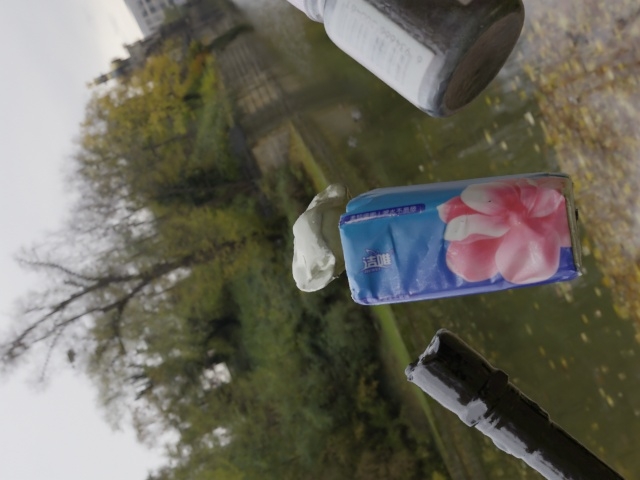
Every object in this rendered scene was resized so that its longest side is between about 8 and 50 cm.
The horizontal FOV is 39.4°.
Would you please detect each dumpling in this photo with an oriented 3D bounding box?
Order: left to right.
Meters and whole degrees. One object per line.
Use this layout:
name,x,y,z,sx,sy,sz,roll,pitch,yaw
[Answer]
dumpling,0.000,-0.004,1.743,0.126,0.166,0.215,3,-107,-49

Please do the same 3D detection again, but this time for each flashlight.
flashlight,0.310,0.288,1.263,0.424,0.103,0.103,39,176,6

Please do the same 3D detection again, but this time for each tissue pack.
tissue pack,0.176,-0.011,1.090,0.209,0.270,0.137,-22,-78,-71

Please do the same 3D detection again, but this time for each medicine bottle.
medicine bottle,0.084,-0.279,1.030,0.273,0.165,0.165,43,171,20
